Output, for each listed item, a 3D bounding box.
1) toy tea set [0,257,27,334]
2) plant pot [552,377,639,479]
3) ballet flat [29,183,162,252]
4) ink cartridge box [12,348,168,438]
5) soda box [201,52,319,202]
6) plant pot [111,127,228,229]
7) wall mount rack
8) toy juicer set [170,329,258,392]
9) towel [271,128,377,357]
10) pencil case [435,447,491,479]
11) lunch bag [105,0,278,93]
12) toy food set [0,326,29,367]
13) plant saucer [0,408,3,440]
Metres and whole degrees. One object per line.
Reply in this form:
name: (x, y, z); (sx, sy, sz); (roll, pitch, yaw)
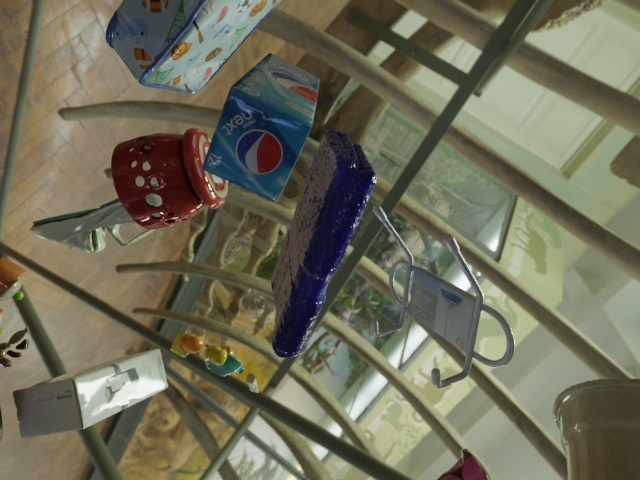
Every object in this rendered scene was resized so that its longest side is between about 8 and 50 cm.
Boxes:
toy tea set: (-0.794, 0.151, 1.016); (0.336, 0.124, 0.200); (-14, -144, 51)
plant pot: (0.503, 0.426, 0.590); (0.305, 0.333, 0.334); (-55, 174, -36)
ballet flat: (-0.564, -0.037, 1.079); (0.400, 0.139, 0.139); (-15, 176, 7)
ink cartridge box: (-0.557, 0.371, 1.027); (0.198, 0.115, 0.273); (-17, 174, 19)
soda box: (-0.046, -0.121, 0.399); (0.210, 0.067, 0.071); (-88, -156, -59)
plant pot: (-0.298, -0.132, 0.850); (0.174, 0.191, 0.191); (-14, 178, 9)
wall mount rack: (0.202, 0.096, 0.805); (0.130, 0.350, 0.304); (-8, 111, -27)
toy juicer set: (-0.295, 0.364, 1.280); (0.209, 0.329, 0.090); (-42, -162, 58)
towel: (0.000, 0.000, 0.640); (0.228, 0.076, 0.308); (-104, -148, -60)
pencil case: (0.172, 0.416, 0.639); (0.209, 0.095, 0.098); (-35, -174, 1)
lunch bag: (-0.202, -0.382, 0.703); (0.303, 0.115, 0.243); (-37, -174, 20)
toy food set: (-0.804, 0.288, 1.078); (0.122, 0.078, 0.019); (-32, 152, 0)
plant saucer: (-0.779, 0.344, 0.933); (0.050, 0.310, 0.311); (-11, 141, -48)
